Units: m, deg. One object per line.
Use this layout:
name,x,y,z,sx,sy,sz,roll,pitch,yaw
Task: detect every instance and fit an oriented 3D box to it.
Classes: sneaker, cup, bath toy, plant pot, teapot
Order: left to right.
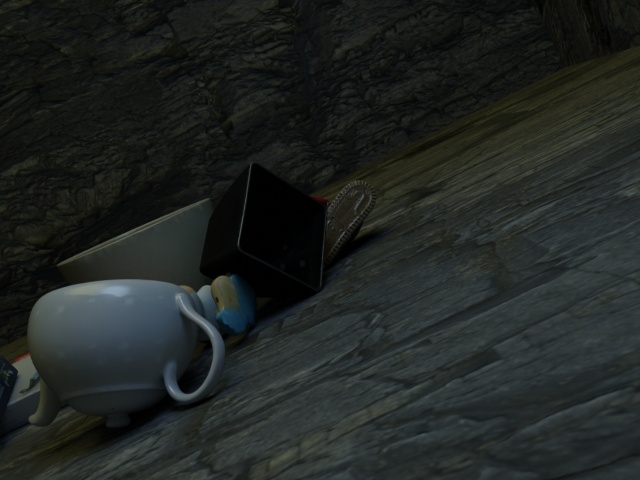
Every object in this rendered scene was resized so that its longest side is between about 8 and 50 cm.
teapot,-0.286,0.170,0.911,0.253,0.187,0.256,-1,-20,-22
cup,-0.333,0.084,1.322,0.331,0.237,0.331,-23,8,4
bath toy,-0.280,0.164,1.120,0.348,0.151,0.129,-23,45,24
plant pot,-0.115,0.005,1.165,0.167,0.187,0.188,-28,45,39
sneaker,0.000,0.000,1.345,0.282,0.099,0.153,-44,-4,-15

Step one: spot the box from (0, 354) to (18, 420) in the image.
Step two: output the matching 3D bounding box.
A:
box,-0.671,0.337,1.162,0.183,0.059,0.232,-25,32,6

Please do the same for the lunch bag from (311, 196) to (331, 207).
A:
lunch bag,-0.111,-0.049,1.765,0.258,0.120,0.293,-1,-6,-41

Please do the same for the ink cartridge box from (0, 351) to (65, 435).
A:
ink cartridge box,-0.565,0.254,1.315,0.296,0.066,0.261,-25,31,7
